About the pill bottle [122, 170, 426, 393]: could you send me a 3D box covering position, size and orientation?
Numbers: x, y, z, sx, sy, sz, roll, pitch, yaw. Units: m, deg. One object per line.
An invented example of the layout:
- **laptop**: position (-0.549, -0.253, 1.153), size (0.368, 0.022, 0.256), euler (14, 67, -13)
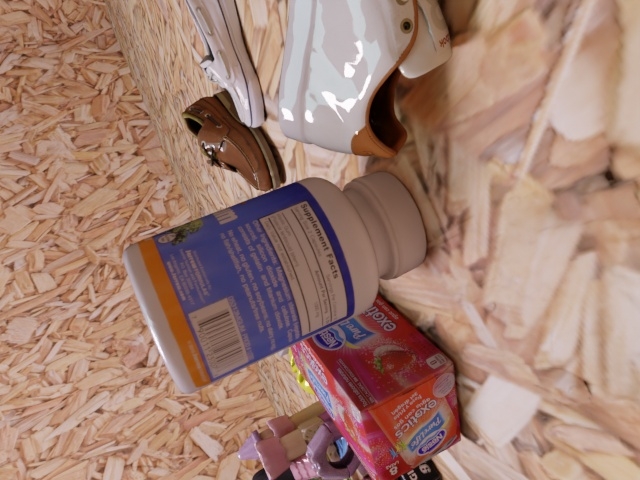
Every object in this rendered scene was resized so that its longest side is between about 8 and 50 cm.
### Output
- **pill bottle**: position (-0.038, 0.026, 0.535), size (0.152, 0.271, 0.152), euler (56, 160, 33)

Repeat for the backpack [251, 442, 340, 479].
- **backpack**: position (-0.017, 0.636, 1.306), size (0.264, 0.276, 0.213), euler (60, 168, 3)

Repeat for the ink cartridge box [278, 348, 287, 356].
- **ink cartridge box**: position (-0.100, 0.202, 1.321), size (0.151, 0.063, 0.109), euler (63, 163, 16)

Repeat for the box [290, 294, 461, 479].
- **box**: position (0.052, 0.158, 0.685), size (0.257, 0.122, 0.128), euler (42, 150, 56)

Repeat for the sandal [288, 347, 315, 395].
- **sandal**: position (-0.049, 0.127, 0.995), size (0.317, 0.126, 0.138), euler (44, 149, 37)

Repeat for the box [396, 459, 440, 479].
- **box**: position (0.102, 0.327, 0.872), size (0.220, 0.051, 0.175), euler (54, 159, 36)

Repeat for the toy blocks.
- **toy blocks**: position (-0.024, 0.444, 0.866), size (0.289, 0.260, 0.309), euler (66, 163, 3)

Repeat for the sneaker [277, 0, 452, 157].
- **sneaker**: position (0.045, -0.190, 0.366), size (0.123, 0.106, 0.290), euler (21, 134, 18)

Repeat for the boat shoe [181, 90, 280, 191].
- **boat shoe**: position (-0.172, -0.172, 0.994), size (0.307, 0.104, 0.111), euler (50, 156, 45)

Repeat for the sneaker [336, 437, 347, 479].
- **sneaker**: position (0.069, 0.401, 1.068), size (0.082, 0.069, 0.210), euler (-13, 95, 49)

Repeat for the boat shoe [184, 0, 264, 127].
- **boat shoe**: position (-0.155, -0.284, 0.850), size (0.083, 0.075, 0.226), euler (33, 142, 63)
